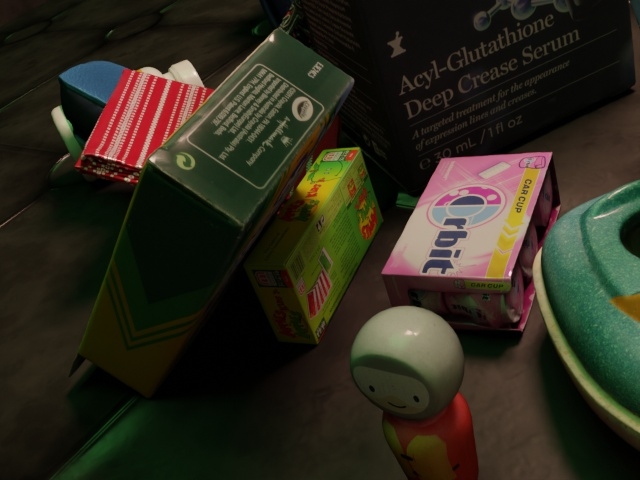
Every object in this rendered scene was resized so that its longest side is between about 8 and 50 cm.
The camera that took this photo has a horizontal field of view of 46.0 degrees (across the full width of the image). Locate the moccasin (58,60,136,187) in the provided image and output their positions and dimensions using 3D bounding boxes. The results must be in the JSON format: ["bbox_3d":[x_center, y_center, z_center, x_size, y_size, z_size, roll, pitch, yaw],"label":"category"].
[{"bbox_3d":[-0.185,-0.114,0.942,0.342,0.116,0.138,35,45,26],"label":"moccasin"}]

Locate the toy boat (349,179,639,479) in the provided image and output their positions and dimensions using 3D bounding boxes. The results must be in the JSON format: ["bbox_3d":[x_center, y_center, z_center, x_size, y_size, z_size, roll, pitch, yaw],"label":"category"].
[{"bbox_3d":[0.181,0.060,0.467,0.319,0.148,0.267,-21,33,-1],"label":"toy boat"}]

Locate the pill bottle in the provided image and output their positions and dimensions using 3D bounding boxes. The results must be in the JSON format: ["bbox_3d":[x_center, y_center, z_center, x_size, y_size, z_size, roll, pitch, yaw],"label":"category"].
[{"bbox_3d":[-0.269,-0.180,1.097,0.209,0.117,0.117,-27,33,-11],"label":"pill bottle"}]

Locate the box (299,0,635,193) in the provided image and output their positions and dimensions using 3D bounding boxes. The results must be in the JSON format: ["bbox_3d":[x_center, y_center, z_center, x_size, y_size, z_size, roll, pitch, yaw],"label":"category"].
[{"bbox_3d":[0.133,-0.305,0.799,0.294,0.395,0.212,-26,33,-7],"label":"box"}]

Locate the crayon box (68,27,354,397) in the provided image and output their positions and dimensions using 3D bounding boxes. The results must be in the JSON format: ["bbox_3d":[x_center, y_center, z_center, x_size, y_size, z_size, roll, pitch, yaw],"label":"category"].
[{"bbox_3d":[-0.103,-0.001,0.659,0.323,0.083,0.203,-54,3,47],"label":"crayon box"}]

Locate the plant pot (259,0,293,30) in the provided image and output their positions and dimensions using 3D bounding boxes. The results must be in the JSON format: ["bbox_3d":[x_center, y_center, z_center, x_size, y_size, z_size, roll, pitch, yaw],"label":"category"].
[{"bbox_3d":[-0.008,-0.511,1.338,0.212,0.235,0.236,10,45,47],"label":"plant pot"}]

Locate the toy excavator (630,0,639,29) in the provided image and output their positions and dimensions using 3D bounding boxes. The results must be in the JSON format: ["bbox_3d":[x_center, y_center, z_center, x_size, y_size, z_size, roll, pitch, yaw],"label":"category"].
[{"bbox_3d":[0.247,-0.272,0.442,0.433,0.445,0.222,1,54,38],"label":"toy excavator"}]

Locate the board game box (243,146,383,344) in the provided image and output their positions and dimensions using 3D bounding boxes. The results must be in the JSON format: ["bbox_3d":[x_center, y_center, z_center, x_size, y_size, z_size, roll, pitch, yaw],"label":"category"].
[{"bbox_3d":[0.000,0.000,0.706,0.043,0.092,0.181,0,38,29],"label":"board game box"}]

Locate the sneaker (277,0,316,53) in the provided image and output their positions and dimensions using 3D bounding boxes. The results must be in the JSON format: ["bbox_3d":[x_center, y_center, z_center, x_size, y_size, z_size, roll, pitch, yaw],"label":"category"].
[{"bbox_3d":[-0.009,-0.275,1.041,0.112,0.120,0.299,-31,0,-6],"label":"sneaker"}]

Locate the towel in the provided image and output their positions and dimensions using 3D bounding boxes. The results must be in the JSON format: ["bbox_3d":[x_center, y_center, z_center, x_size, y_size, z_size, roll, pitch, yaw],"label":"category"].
[{"bbox_3d":[-0.111,-0.113,0.848,0.275,0.031,0.198,12,42,-5],"label":"towel"}]

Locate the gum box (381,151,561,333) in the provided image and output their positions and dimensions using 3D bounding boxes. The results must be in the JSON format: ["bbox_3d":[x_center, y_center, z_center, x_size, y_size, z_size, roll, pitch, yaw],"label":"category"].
[{"bbox_3d":[0.136,0.000,0.658,0.107,0.062,0.188,0,38,30],"label":"gum box"}]
